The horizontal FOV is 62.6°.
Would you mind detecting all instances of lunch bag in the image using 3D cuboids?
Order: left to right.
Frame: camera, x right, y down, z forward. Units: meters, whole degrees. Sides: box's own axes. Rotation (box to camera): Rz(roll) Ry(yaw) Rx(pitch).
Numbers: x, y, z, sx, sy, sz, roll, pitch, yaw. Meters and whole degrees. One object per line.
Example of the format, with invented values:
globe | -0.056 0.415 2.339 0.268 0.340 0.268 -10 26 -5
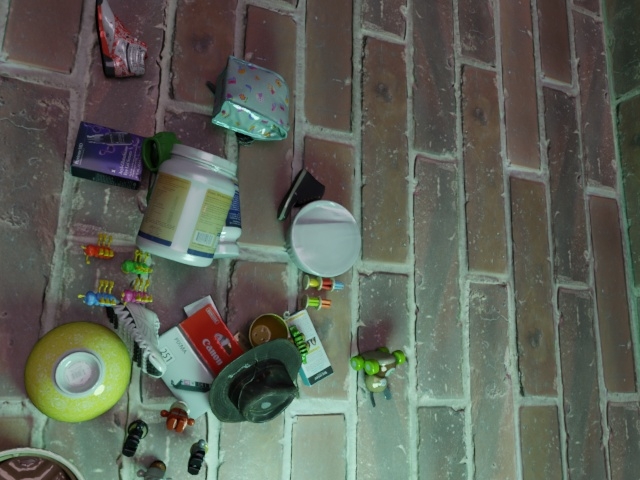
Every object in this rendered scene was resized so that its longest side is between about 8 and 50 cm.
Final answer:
lunch bag | -0.227 -0.481 1.829 0.263 0.160 0.223 15 60 -29

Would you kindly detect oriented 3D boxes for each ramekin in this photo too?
ramekin | 0.000 0.000 1.873 0.273 0.127 0.272 5 78 -23

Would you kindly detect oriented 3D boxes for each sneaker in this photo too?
sneaker | -0.656 -0.671 1.741 0.145 0.090 0.269 -8 86 -26
sneaker | -0.519 0.271 1.552 0.118 0.110 0.292 -18 55 -40
sneaker | -0.064 -0.146 1.898 0.118 0.083 0.222 33 67 -15

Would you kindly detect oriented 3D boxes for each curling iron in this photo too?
curling iron | -0.322 -0.453 1.872 0.068 0.035 0.274 -35 95 -26

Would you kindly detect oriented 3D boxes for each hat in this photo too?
hat | -0.166 0.462 1.614 0.332 0.134 0.331 -21 127 -31

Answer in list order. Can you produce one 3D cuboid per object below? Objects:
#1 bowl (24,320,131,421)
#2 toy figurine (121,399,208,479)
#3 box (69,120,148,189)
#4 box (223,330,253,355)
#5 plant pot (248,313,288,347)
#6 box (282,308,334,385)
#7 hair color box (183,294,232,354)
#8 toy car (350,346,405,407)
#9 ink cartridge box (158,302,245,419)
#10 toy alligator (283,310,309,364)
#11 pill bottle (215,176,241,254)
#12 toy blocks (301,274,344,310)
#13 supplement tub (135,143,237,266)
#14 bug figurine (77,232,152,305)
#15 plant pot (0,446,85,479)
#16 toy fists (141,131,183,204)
bowl | -0.680 0.370 1.480 0.290 0.156 0.289 5 78 -22
toy figurine | -0.447 0.597 1.528 0.213 0.148 0.209 -27 97 -8
box | -0.658 -0.261 1.645 0.207 0.108 0.153 11 76 -22
box | -0.258 0.425 1.730 0.201 0.021 0.164 48 65 -9
plant pot | -0.184 0.312 1.745 0.134 0.095 0.134 5 77 -24
box | -0.053 0.367 1.811 0.101 0.060 0.244 -23 89 -25
hair color box | -0.359 0.268 1.688 0.093 0.053 0.167 -26 90 -8
toy car | 0.210 0.492 1.868 0.155 0.149 0.188 -9 95 -36
ink cartridge box | -0.370 0.373 1.628 0.239 0.060 0.275 -34 95 -3
toy alligator | -0.078 0.321 1.746 0.056 0.051 0.189 -20 87 -26
pill bottle | -0.337 -0.077 1.724 0.153 0.153 0.264 -2 80 -24
toy blocks | 0.012 0.189 1.880 0.148 0.054 0.123 7 76 -23
supplement tub | -0.384 -0.102 1.540 0.229 0.228 0.316 19 89 -20
bug figurine | -0.607 0.110 1.567 0.216 0.072 0.279 16 35 -34
plant pot | -0.750 0.663 1.306 0.334 0.305 0.333 5 78 -24
toy fists | -0.491 -0.205 1.674 0.142 0.096 0.278 -26 116 -63
